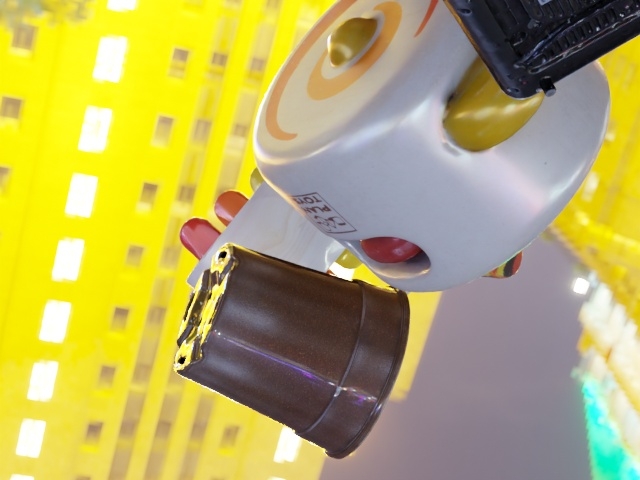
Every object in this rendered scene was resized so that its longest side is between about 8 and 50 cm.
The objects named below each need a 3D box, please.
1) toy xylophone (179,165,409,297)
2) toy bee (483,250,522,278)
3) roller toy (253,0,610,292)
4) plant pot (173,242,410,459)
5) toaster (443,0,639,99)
[{"bbox_3d":[0.000,0.000,1.621,0.236,0.323,0.081,48,-168,1],"label":"toy xylophone"},{"bbox_3d":[0.090,-0.124,1.049,0.195,0.298,0.162,-19,166,30],"label":"toy bee"},{"bbox_3d":[0.060,-0.078,0.885,0.146,0.191,0.209,40,-155,-25],"label":"roller toy"},{"bbox_3d":[-0.032,0.088,1.311,0.165,0.167,0.167,23,-158,-15],"label":"plant pot"},{"bbox_3d":[0.097,-0.158,0.542,0.186,0.168,0.110,40,-158,-60],"label":"toaster"}]
